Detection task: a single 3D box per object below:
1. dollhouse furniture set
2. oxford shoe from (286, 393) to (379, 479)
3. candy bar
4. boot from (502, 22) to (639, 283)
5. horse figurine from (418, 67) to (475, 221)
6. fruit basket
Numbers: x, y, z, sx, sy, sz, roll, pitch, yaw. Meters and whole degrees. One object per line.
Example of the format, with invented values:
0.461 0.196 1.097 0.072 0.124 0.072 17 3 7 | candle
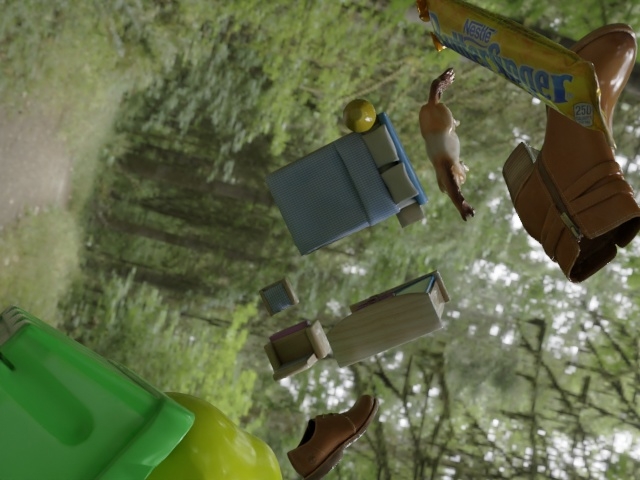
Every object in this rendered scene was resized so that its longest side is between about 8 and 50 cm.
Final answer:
0.000 0.000 1.121 0.303 0.286 0.198 66 12 0 | dollhouse furniture set
0.024 0.300 1.371 0.212 0.076 0.076 -36 172 -48 | oxford shoe
0.088 -0.088 0.402 0.018 0.040 0.161 -34 -146 -2 | candy bar
0.241 -0.073 0.743 0.152 0.073 0.197 -107 -150 -46 | boot
0.216 -0.163 1.461 0.174 0.066 0.263 -17 96 -72 | horse figurine
-0.225 0.241 0.873 0.283 0.392 0.392 -46 -175 -16 | fruit basket
